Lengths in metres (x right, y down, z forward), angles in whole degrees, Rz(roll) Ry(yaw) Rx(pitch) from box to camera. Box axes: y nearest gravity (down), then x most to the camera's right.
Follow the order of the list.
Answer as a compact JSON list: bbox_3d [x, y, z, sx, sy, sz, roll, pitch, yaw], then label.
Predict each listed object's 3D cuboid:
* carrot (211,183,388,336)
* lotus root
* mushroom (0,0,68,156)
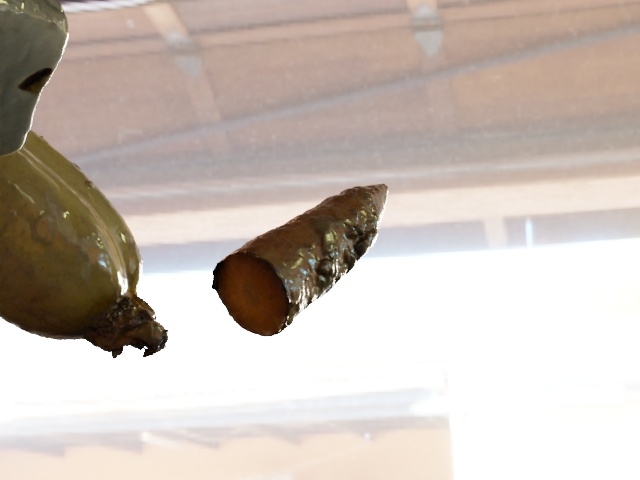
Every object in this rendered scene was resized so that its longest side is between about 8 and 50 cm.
[{"bbox_3d":[0.000,0.000,1.203,0.102,0.102,0.263,-15,17,42],"label":"carrot"},{"bbox_3d":[-0.280,-0.003,1.088,0.151,0.342,0.169,-48,-3,19],"label":"lotus root"},{"bbox_3d":[-0.216,-0.149,0.529,0.096,0.247,0.108,-44,4,0],"label":"mushroom"}]
